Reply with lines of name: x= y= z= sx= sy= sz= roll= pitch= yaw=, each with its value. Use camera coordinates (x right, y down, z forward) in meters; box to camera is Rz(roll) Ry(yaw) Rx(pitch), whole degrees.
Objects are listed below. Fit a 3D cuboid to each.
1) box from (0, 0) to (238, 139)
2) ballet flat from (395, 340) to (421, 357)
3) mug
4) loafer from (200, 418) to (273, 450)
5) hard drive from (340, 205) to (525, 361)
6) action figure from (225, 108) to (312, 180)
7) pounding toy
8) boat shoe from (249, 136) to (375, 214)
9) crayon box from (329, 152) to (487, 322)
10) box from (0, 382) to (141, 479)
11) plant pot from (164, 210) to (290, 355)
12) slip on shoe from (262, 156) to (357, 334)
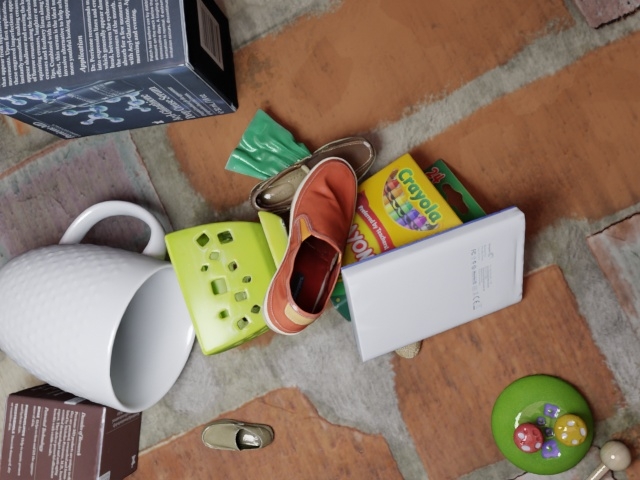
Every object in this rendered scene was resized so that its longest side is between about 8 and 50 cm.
box: x=-0.393 y=-0.350 z=1.184 sx=0.395 sy=0.293 sz=0.212 roll=-7 pitch=85 yaw=9
ballet flat: x=0.149 y=0.124 z=1.188 sx=0.073 sy=0.067 sz=0.206 roll=-12 pitch=86 yaw=6
mug: x=-0.427 y=0.098 z=1.189 sx=0.328 sy=0.276 sz=0.374 roll=13 pitch=72 yaw=19
loafer: x=-0.168 y=0.384 z=1.231 sx=0.148 sy=0.050 sz=0.056 roll=-4 pitch=86 yaw=8
hard drive: x=0.203 y=0.079 z=1.092 sx=0.318 sy=0.210 sz=0.040 roll=-19 pitch=39 yaw=-8
action figure: x=-0.053 y=-0.144 z=1.237 sx=0.232 sy=0.063 sz=0.137 roll=29 pitch=90 yaw=2
pounding toy: x=0.422 y=0.358 z=1.112 sx=0.183 sy=0.110 sz=0.237 roll=-44 pitch=81 yaw=4
boat shoe: x=-0.012 y=-0.114 z=1.162 sx=0.257 sy=0.095 sz=0.095 roll=-29 pitch=93 yaw=2
crayon box: x=0.129 y=-0.022 z=1.153 sx=0.318 sy=0.081 sz=0.202 roll=-34 pitch=53 yaw=5
box: x=-0.481 y=0.379 z=1.219 sx=0.203 sy=0.168 sz=0.167 roll=4 pitch=87 yaw=9
plant pot: x=-0.133 y=0.069 z=1.161 sx=0.207 sy=0.228 sz=0.227 roll=-20 pitch=84 yaw=1
slip on shoe: x=0.000 y=0.000 z=1.049 sx=0.123 sy=0.101 sz=0.331 roll=30 pitch=63 yaw=-22
